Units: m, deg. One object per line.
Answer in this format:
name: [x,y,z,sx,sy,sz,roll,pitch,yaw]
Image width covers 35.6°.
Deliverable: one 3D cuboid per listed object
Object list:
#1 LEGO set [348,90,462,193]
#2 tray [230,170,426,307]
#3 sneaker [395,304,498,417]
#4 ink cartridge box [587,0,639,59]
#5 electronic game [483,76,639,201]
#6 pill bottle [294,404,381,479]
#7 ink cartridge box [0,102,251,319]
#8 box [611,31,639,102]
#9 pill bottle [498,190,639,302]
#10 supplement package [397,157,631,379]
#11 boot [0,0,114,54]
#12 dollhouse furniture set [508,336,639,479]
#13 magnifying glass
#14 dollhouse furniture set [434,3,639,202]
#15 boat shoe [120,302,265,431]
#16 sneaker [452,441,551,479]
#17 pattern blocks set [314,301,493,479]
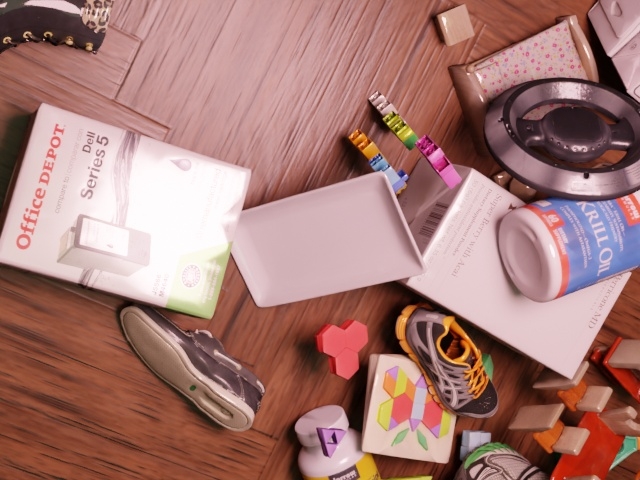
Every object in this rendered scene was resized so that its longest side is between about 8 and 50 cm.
LEGO set: [0.106,-0.104,1.312,0.087,0.227,0.093,-39,121,5]
tray: [0.000,0.000,1.305,0.145,0.270,0.030,65,34,-17]
sneaker: [0.190,0.175,1.384,0.215,0.083,0.084,48,58,-26]
ink cartridge box: [0.494,-0.299,1.409,0.176,0.128,0.127,24,125,-21]
electronic game: [0.323,-0.134,1.272,0.229,0.229,0.048,-14,138,-15]
pill bottle: [0.029,0.332,1.413,0.103,0.103,0.184,-24,106,-12]
ink cartridge box: [-0.249,-0.031,1.240,0.272,0.115,0.198,17,83,-19]
box: [0.559,-0.206,1.350,0.290,0.087,0.169,31,123,-26]
pill bottle: [0.349,-0.011,1.260,0.221,0.124,0.124,-19,105,-18]
supplement package: [0.243,0.036,1.389,0.293,0.175,0.178,30,89,-20]
boot: [-0.356,-0.244,1.201,0.178,0.085,0.236,16,94,-22]
dollhouse furniture set: [0.417,0.272,1.459,0.262,0.135,0.259,46,62,-15]
magnifying glass: [0.482,0.328,1.597,0.231,0.026,0.092,-10,102,-16]
dollhouse furniture set: [0.374,-0.207,1.389,0.303,0.174,0.356,-27,107,-12]
boat shoe: [-0.172,0.158,1.347,0.233,0.084,0.079,42,48,-13]
sneaker: [0.326,0.398,1.468,0.343,0.146,0.134,24,89,-32]
pattern blocks set: [0.129,0.232,1.406,0.324,0.026,0.286,-3,93,-37]
